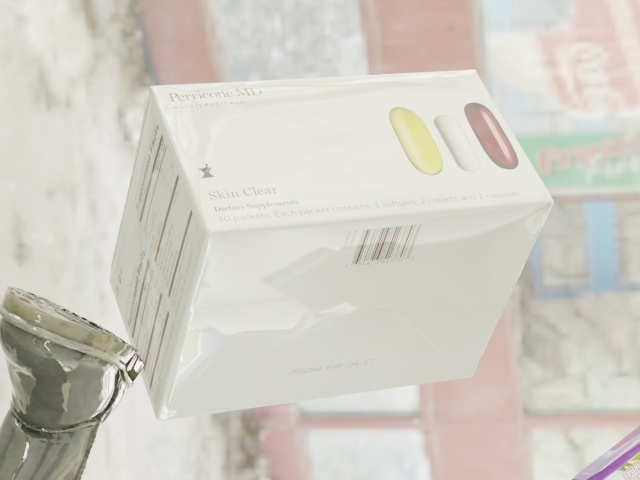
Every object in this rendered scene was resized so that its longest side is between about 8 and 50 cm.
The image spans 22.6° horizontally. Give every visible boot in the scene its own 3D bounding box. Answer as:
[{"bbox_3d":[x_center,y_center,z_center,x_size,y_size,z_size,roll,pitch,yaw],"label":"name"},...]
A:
[{"bbox_3d":[-0.172,0.140,0.879,0.208,0.076,0.189,-60,164,-10],"label":"boot"}]

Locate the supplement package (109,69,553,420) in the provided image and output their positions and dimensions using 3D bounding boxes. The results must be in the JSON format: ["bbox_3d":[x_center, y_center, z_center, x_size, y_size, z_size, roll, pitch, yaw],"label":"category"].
[{"bbox_3d":[0.000,0.000,1.174,0.204,0.262,0.145,109,-34,-43],"label":"supplement package"}]

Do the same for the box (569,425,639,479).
[{"bbox_3d":[0.181,0.224,0.862,0.201,0.293,0.057,56,-20,1],"label":"box"}]
